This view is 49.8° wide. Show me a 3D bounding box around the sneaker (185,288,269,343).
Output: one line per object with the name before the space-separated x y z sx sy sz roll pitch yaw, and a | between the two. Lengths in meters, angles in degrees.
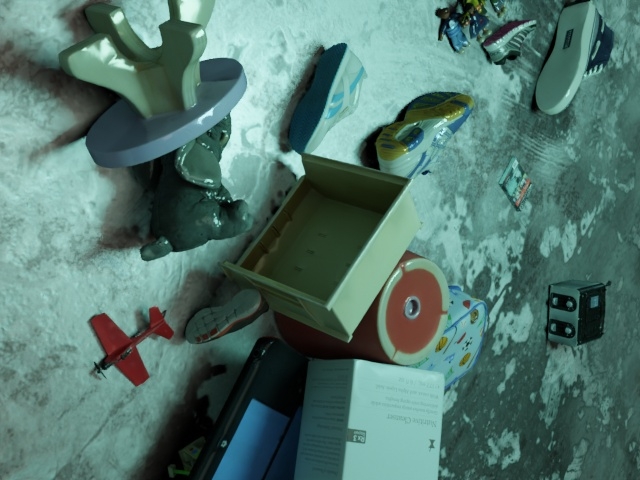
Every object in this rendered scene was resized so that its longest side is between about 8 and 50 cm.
sneaker | -0.155 0.140 1.170 0.065 0.157 0.061 43 26 -52

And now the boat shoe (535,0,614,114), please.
boat shoe | 0.685 -0.457 1.816 0.158 0.127 0.341 29 76 -32

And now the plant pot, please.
plant pot | 0.090 0.113 1.300 0.274 0.243 0.275 -6 99 -40

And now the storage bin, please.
storage bin | 0.000 0.000 1.182 0.262 0.260 0.123 -55 142 -21

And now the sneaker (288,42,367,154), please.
sneaker | 0.020 -0.253 1.293 0.092 0.087 0.229 36 74 -40

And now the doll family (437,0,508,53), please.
doll family | 0.338 -0.512 1.544 0.193 0.076 0.111 -55 131 -18

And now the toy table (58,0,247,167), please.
toy table | -0.234 -0.244 0.984 0.274 0.252 0.161 -52 142 -37

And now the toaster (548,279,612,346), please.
toaster | 0.735 0.200 1.965 0.185 0.110 0.168 -7 101 -40

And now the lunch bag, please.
lunch bag | 0.234 0.250 1.512 0.303 0.115 0.243 -25 133 -35

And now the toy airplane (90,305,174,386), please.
toy airplane | -0.297 0.165 1.110 0.151 0.028 0.151 -9 103 -41

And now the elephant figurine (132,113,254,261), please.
elephant figurine | -0.209 -0.112 1.090 0.169 0.186 0.240 -14 96 5

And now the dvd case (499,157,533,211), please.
dvd case | 0.508 -0.144 1.783 0.119 0.013 0.087 45 67 -37

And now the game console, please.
game console | -0.097 0.396 1.241 0.387 0.060 0.342 -64 147 -15

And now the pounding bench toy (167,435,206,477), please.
pounding bench toy | -0.214 0.391 1.190 0.083 0.065 0.052 -26 113 -36

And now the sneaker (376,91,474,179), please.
sneaker | 0.222 -0.216 1.481 0.296 0.111 0.131 -37 136 -30

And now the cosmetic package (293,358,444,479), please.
cosmetic package | 0.078 0.410 1.189 0.217 0.156 0.385 14 72 -31

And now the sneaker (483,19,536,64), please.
sneaker | 0.464 -0.478 1.667 0.170 0.063 0.075 -37 119 -26
